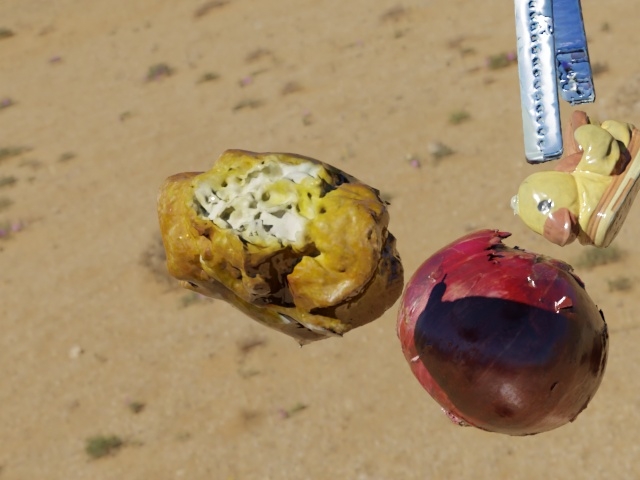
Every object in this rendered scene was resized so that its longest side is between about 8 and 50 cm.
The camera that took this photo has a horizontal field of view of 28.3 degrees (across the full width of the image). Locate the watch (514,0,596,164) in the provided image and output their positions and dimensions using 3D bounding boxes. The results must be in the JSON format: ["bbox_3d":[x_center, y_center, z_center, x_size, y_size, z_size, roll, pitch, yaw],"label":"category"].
[{"bbox_3d":[0.258,-0.256,1.483,0.068,0.274,0.276,-4,19,21],"label":"watch"}]

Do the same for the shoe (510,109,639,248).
[{"bbox_3d":[0.174,-0.038,0.835,0.069,0.072,0.109,28,75,21],"label":"shoe"}]

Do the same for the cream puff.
[{"bbox_3d":[-0.030,0.005,1.263,0.269,0.241,0.154,-2,60,57],"label":"cream puff"}]

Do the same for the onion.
[{"bbox_3d":[0.228,0.123,1.611,0.276,0.276,0.276,-15,19,5],"label":"onion"}]
